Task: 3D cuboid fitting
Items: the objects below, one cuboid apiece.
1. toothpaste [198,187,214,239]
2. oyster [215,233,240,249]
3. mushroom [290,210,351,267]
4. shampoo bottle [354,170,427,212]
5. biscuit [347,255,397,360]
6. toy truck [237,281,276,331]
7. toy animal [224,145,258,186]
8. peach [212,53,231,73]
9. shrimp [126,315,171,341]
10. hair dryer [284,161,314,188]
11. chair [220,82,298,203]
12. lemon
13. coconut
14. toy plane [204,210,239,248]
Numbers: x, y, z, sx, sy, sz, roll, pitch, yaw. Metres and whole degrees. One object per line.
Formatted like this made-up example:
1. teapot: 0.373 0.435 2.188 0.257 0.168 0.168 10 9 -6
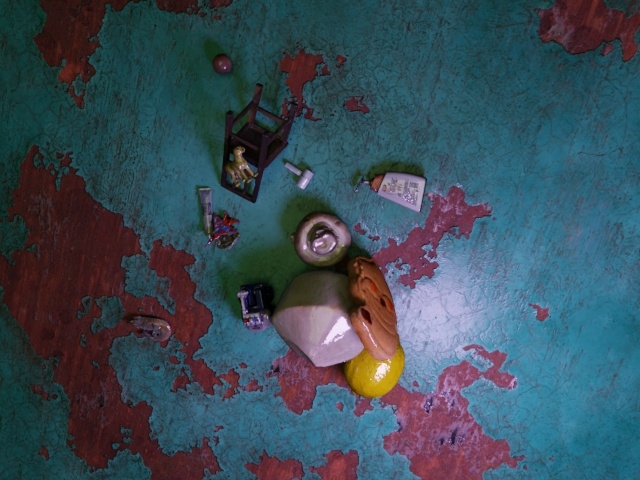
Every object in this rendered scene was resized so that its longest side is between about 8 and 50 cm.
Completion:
1. toothpaste: -0.505 -0.120 1.882 0.060 0.038 0.233 -5 94 4
2. oyster: -0.419 0.002 1.893 0.100 0.037 0.098 19 80 25
3. mushroom: 0.000 0.000 1.767 0.255 0.184 0.254 -1 108 -3
4. shampoo bottle: 0.292 -0.219 1.760 0.284 0.071 0.153 12 101 7
5. biscuit: 0.215 0.251 1.657 0.078 0.455 0.349 -20 133 21
6. toy truck: -0.288 0.295 1.838 0.161 0.177 0.213 -9 96 7
7. toy animal: -0.332 -0.291 1.672 0.073 0.181 0.136 -44 110 -27
8. peach: -0.414 -0.741 1.767 0.083 0.083 0.083 1 97 7
9. shrimp: -0.811 0.417 1.984 0.224 0.047 0.126 8 108 4
10. hair dryer: -0.104 -0.290 1.810 0.137 0.047 0.082 36 100 7
11. chair: -0.267 -0.391 1.757 0.203 0.416 0.240 28 55 2
12. lemon: 0.228 0.515 1.773 0.245 0.245 0.319 33 92 2
13. coconut: 0.000 0.318 1.685 0.416 0.415 0.344 -6 129 7
14. toy plane: -0.448 -0.038 1.860 0.130 0.061 0.189 37 82 2
